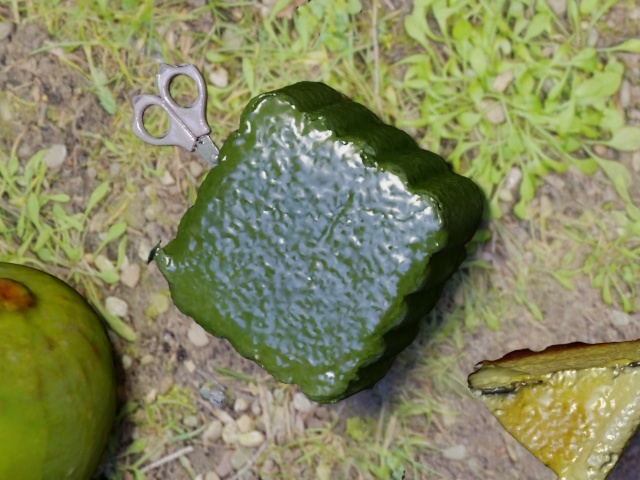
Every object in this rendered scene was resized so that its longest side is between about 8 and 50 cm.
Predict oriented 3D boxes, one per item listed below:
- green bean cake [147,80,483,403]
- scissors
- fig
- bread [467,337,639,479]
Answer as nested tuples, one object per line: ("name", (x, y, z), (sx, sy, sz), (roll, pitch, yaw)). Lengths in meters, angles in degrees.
("green bean cake", (0.000, 0.000, 1.935), (0.247, 0.156, 0.250), (34, 108, 13))
("scissors", (-0.116, -0.095, 2.046), (0.189, 0.015, 0.100), (48, 113, 7))
("fig", (-0.337, 0.183, 2.057), (0.258, 0.258, 0.326), (16, 124, 19))
("bread", (0.227, 0.135, 1.873), (0.160, 0.140, 0.169), (31, 104, 3))
